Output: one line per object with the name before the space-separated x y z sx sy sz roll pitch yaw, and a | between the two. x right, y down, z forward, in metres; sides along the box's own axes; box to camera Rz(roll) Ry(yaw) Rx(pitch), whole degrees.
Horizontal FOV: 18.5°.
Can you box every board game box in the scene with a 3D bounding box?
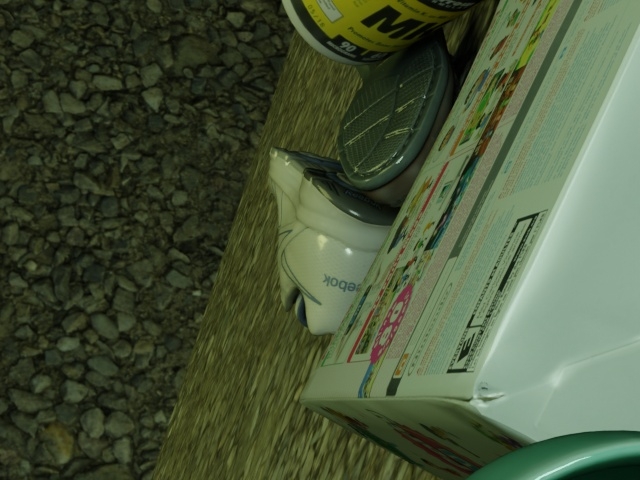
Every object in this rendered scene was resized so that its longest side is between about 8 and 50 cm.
board game box | 0.102 -0.016 0.747 0.224 0.097 0.303 -63 7 -8

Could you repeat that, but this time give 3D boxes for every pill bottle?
pill bottle | 0.071 -0.209 1.375 0.208 0.119 0.119 -26 40 53

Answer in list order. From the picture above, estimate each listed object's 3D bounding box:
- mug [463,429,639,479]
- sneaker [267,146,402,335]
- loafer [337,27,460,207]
mug | 0.072 0.126 0.503 0.097 0.129 0.158 151 139 -84
sneaker | 0.000 0.000 1.575 0.297 0.111 0.129 -109 34 -81
loafer | 0.074 -0.102 1.479 0.096 0.084 0.267 -32 28 22
